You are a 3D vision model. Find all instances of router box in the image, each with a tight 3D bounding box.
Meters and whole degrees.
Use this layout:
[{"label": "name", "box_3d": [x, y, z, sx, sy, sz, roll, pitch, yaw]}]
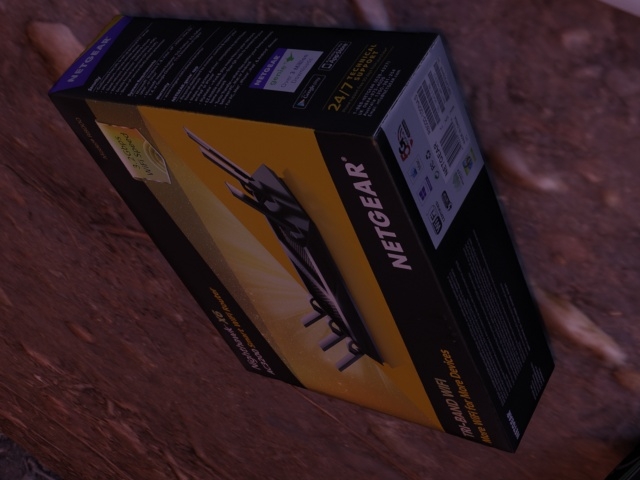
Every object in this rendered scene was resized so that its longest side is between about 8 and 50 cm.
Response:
[{"label": "router box", "box_3d": [0.000, 0.000, 0.663, 0.242, 0.081, 0.309, 11, 146, 35]}]

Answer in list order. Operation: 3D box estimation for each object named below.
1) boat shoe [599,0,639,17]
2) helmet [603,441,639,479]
[{"label": "boat shoe", "box_3d": [0.182, -0.108, 0.317, 0.226, 0.083, 0.076, 13, 137, 12]}, {"label": "helmet", "box_3d": [0.250, 0.230, 0.690, 0.169, 0.162, 0.169, 25, 152, 14]}]
